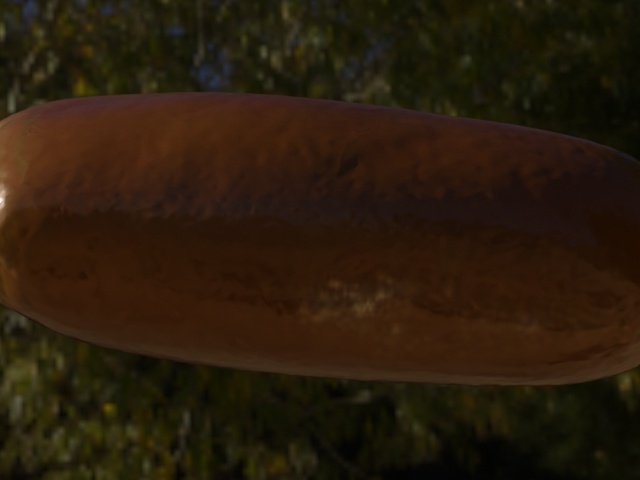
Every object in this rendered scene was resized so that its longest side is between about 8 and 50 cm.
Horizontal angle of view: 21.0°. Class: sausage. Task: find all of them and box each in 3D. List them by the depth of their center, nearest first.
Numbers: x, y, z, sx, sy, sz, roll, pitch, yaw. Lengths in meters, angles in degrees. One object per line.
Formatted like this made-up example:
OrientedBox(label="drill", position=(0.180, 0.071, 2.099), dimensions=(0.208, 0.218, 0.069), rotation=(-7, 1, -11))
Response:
OrientedBox(label="sausage", position=(0.000, 0.000, 0.561), dimensions=(0.238, 0.098, 0.098), rotation=(6, -20, -2))
